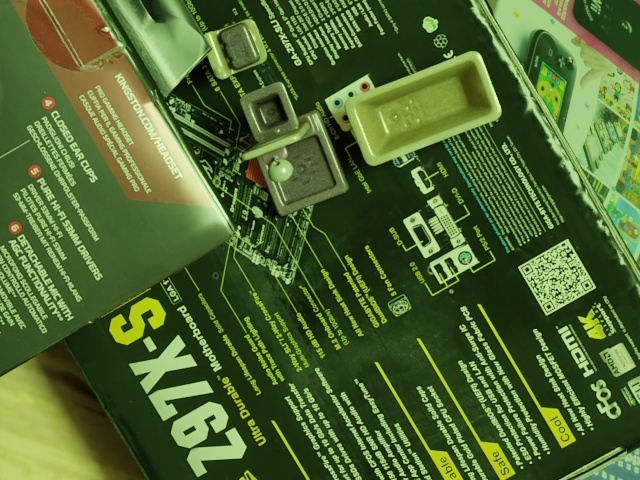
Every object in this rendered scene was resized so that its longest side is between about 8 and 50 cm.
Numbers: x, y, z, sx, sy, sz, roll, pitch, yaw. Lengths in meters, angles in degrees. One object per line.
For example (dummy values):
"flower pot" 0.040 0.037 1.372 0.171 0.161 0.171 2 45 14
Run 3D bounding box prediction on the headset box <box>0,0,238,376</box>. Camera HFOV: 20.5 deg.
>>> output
"headset box" -0.188 -0.037 0.739 0.293 0.110 0.218 -32 95 -4

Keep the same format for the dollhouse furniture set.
"dollhouse furniture set" 0.014 -0.066 0.770 0.114 0.081 0.091 -20 96 7

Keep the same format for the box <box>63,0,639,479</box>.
"box" 0.000 0.000 0.861 0.322 0.257 0.079 59 10 -4

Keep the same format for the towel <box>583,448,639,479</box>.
"towel" 0.133 0.192 0.987 0.243 0.040 0.336 23 58 -29

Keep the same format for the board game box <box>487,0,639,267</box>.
"board game box" 0.184 -0.020 1.038 0.303 0.097 0.224 35 48 -20
